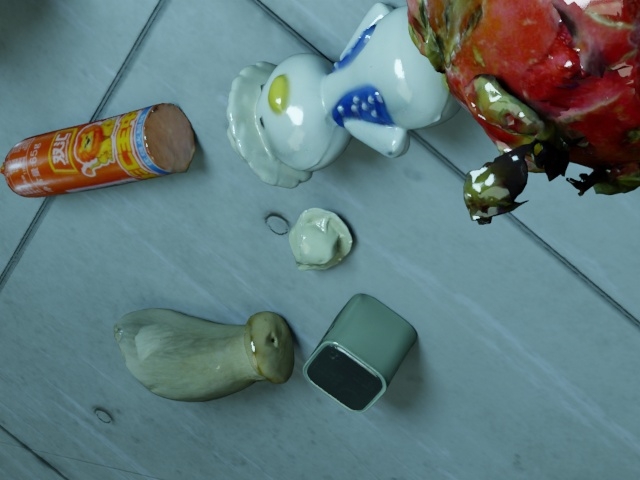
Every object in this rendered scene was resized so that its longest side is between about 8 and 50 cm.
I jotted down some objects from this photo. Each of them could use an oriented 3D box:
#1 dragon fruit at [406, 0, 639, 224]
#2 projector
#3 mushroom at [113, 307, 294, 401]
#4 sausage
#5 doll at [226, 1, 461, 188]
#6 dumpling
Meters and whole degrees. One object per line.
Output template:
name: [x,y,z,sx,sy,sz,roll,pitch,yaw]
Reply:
dragon fruit: [0.167,-0.168,0.779,0.291,0.250,0.269,29,121,57]
projector: [0.042,0.119,1.252,0.083,0.082,0.083,36,137,1]
mushroom: [-0.137,0.135,1.379,0.247,0.108,0.096,-2,167,38]
sausage: [-0.253,-0.089,1.269,0.274,0.074,0.074,-7,123,39]
doll: [0.025,-0.126,1.018,0.293,0.119,0.138,-16,74,41]
dumpling: [-0.001,-0.001,1.207,0.052,0.057,0.076,-150,56,-65]
